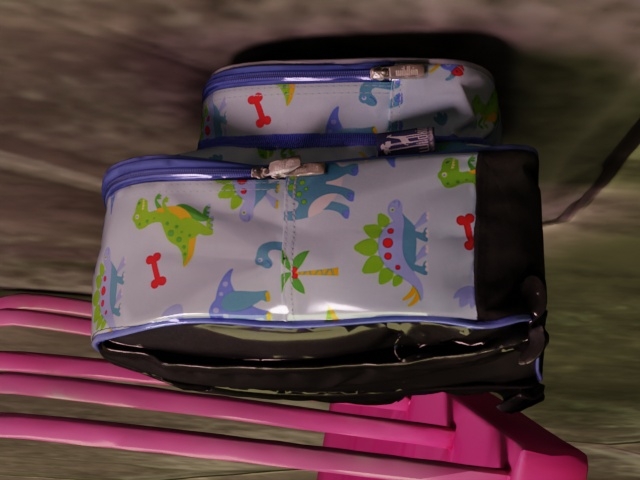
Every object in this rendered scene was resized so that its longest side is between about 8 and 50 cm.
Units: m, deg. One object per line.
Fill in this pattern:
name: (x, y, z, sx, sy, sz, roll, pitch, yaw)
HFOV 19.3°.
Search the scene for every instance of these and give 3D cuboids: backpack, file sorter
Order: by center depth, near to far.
backpack: (0.000, 0.000, 0.489, 0.114, 0.084, 0.105, -3, 166, 6)
file sorter: (-0.055, 0.130, 0.614, 0.182, 0.202, 0.291, 9, -177, -9)
